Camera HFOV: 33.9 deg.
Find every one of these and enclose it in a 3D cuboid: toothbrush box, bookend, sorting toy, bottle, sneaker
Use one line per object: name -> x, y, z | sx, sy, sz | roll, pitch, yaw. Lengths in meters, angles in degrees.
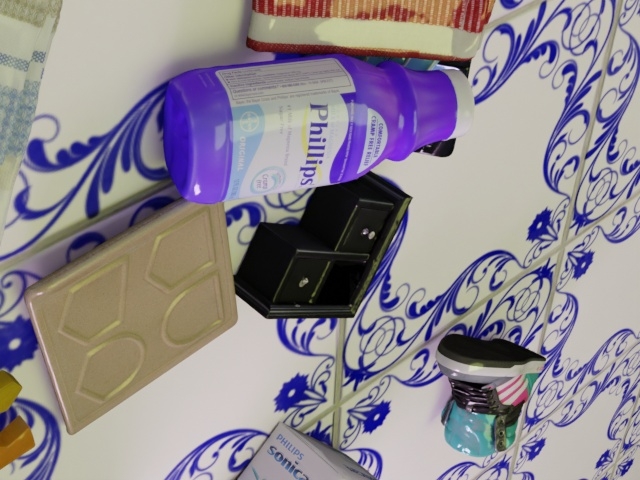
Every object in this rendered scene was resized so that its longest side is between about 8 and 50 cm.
toothbrush box -> -0.054, 0.410, 1.377 | 0.295, 0.126, 0.216 | -53, 146, -1
bookend -> 0.000, 0.000, 1.125 | 0.156, 0.072, 0.157 | 6, 114, -53
sorting toy -> -0.209, 0.084, 0.978 | 0.307, 0.041, 0.229 | -33, 146, -28
bottle -> 0.003, -0.107, 0.946 | 0.283, 0.092, 0.118 | -10, 132, -24
sneaker -> 0.235, 0.241, 1.601 | 0.295, 0.124, 0.178 | 12, 100, -56

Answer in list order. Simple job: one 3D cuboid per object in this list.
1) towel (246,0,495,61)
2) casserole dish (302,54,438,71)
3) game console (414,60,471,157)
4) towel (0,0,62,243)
towel -> 0.072, -0.310, 0.893 | 0.237, 0.037, 0.329 | -1, 122, -24
casserole dish -> 0.053, -0.172, 1.021 | 0.114, 0.037, 0.188 | 37, 93, -30
game console -> 0.085, -0.140, 1.094 | 0.085, 0.124, 0.144 | -70, 169, -52
towel -> -0.264, -0.126, 0.640 | 0.209, 0.034, 0.285 | 13, 95, -42
